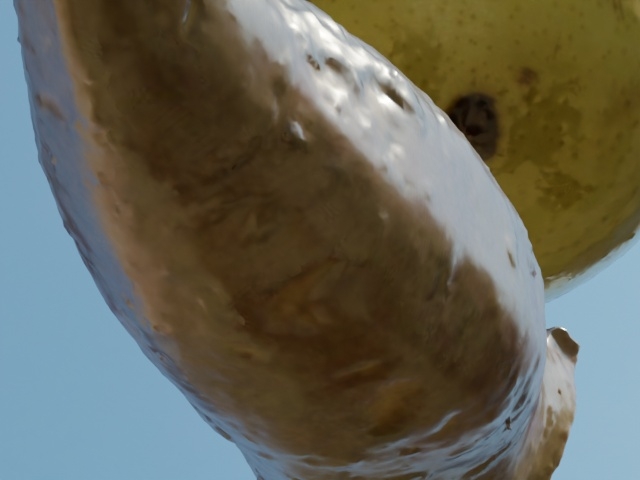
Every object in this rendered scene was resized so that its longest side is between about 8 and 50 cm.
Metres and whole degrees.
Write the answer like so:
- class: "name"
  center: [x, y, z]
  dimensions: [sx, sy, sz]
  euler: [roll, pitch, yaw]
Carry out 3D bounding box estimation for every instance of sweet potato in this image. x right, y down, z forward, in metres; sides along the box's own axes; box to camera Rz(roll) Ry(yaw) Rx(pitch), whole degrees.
- class: "sweet potato"
  center: [-0.002, 0.002, 0.514]
  dimensions: [0.131, 0.131, 0.337]
  euler: [-31, -33, -1]

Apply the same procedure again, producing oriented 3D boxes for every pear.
- class: "pear"
  center: [0.069, -0.120, 1.069]
  dimensions: [0.348, 0.348, 0.348]
  euler: [-11, -54, -16]
